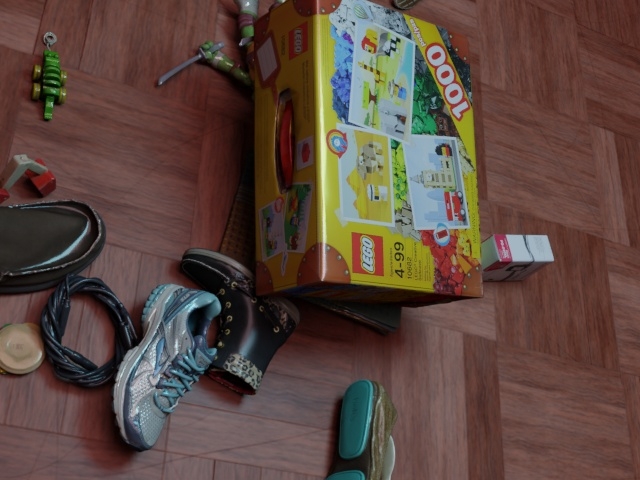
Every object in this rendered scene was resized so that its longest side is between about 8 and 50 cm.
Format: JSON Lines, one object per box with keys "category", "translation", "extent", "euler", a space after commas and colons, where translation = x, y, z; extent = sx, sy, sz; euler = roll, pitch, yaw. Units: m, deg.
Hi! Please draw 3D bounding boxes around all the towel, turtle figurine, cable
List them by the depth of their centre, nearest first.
{"category": "cable", "translation": [-0.370, 0.140, 1.431], "extent": [0.150, 0.047, 0.184], "euler": [-23, 85, -37]}
{"category": "towel", "translation": [0.000, 0.000, 1.727], "extent": [0.370, 0.040, 0.271], "euler": [23, 55, -16]}
{"category": "turtle figurine", "translation": [-0.138, -0.403, 1.753], "extent": [0.275, 0.198, 0.266], "euler": [17, 59, -26]}

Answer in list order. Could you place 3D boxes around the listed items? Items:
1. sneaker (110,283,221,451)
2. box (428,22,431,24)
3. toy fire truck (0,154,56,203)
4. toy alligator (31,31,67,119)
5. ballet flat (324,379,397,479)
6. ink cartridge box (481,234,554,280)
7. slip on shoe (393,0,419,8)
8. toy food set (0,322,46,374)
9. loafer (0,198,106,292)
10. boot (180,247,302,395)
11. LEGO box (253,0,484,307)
{"category": "sneaker", "translation": [-0.234, 0.191, 1.412], "extent": [0.110, 0.122, 0.283], "euler": [59, 36, -52]}
{"category": "box", "translation": [0.177, -0.409, 2.030], "extent": [0.220, 0.051, 0.175], "euler": [-5, 68, -32]}
{"category": "toy fire truck", "translation": [-0.496, -0.096, 1.417], "extent": [0.135, 0.192, 0.047], "euler": [-36, 80, -14]}
{"category": "toy alligator", "translation": [-0.476, -0.304, 1.598], "extent": [0.056, 0.051, 0.189], "euler": [8, 62, -27]}
{"category": "ballet flat", "translation": [0.068, 0.402, 1.526], "extent": [0.124, 0.116, 0.342], "euler": [42, 46, -29]}
{"category": "ink cartridge box", "translation": [0.392, 0.037, 1.885], "extent": [0.150, 0.109, 0.063], "euler": [1, 64, -29]}
{"category": "slip on shoe", "translation": [0.216, -0.591, 2.156], "extent": [0.041, 0.051, 0.135], "euler": [29, 52, 37]}
{"category": "toy food set", "translation": [-0.462, 0.165, 1.383], "extent": [0.082, 0.020, 0.083], "euler": [-3, 68, -31]}
{"category": "loafer", "translation": [-0.490, 0.011, 1.377], "extent": [0.366, 0.130, 0.134], "euler": [-18, 75, -35]}
{"category": "boot", "translation": [-0.162, 0.135, 1.534], "extent": [0.236, 0.085, 0.178], "euler": [34, 56, -9]}
{"category": "LEGO box", "translation": [0.084, -0.145, 1.603], "extent": [0.372, 0.193, 0.500], "euler": [8, 75, -37]}
